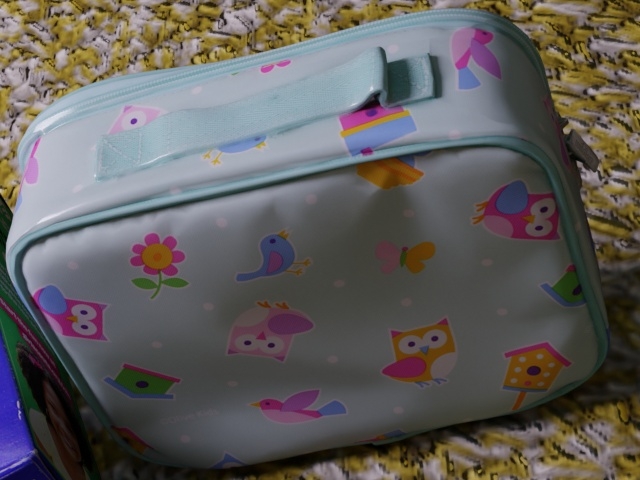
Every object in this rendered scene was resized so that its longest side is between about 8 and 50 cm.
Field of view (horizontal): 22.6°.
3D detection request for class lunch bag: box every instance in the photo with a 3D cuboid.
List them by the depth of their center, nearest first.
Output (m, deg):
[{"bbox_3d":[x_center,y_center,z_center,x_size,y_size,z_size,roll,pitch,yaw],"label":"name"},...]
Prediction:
[{"bbox_3d":[0.000,0.000,0.789,0.279,0.224,0.108,-13,45,12],"label":"lunch bag"}]

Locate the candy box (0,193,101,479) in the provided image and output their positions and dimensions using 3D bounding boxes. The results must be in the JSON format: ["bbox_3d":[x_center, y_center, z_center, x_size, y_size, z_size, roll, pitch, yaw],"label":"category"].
[{"bbox_3d":[-0.281,0.098,0.884,0.268,0.122,0.317,-26,45,-2],"label":"candy box"}]
